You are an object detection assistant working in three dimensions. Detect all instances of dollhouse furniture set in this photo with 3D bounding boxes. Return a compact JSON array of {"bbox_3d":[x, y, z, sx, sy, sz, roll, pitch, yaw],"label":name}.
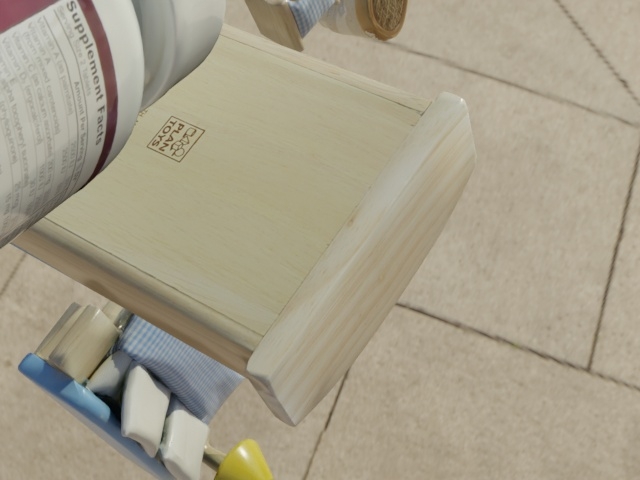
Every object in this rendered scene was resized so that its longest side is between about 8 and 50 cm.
[{"bbox_3d":[0.000,0.000,0.587,0.198,0.303,0.286,26,69,27],"label":"dollhouse furniture set"}]

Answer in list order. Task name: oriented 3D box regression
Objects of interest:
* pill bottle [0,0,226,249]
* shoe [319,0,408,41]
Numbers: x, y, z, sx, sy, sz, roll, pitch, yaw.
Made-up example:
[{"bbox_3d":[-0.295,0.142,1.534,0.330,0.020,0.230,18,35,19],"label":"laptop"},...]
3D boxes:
[{"bbox_3d":[-0.130,-0.046,0.328,0.121,0.121,0.221,30,45,13],"label":"pill bottle"},{"bbox_3d":[0.049,-0.259,0.854,0.058,0.077,0.219,7,77,43],"label":"shoe"}]
